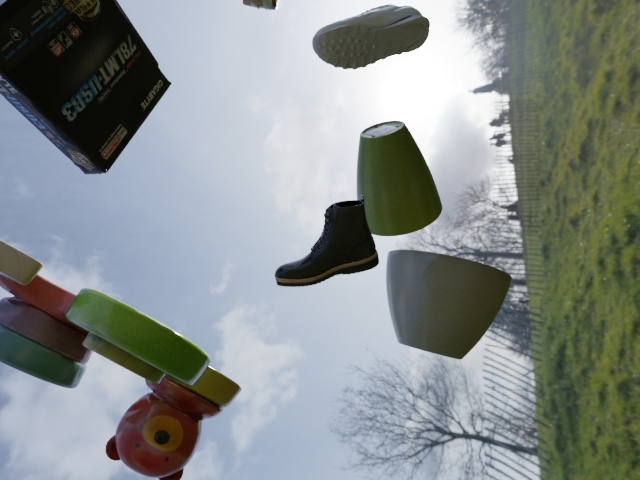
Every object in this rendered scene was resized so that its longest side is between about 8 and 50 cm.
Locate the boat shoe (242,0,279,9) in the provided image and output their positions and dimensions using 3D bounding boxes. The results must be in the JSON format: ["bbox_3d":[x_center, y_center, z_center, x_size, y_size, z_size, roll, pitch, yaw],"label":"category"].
[{"bbox_3d":[-0.103,-0.437,0.611,0.190,0.072,0.068,91,-175,-47],"label":"boat shoe"}]

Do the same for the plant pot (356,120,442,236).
[{"bbox_3d":[0.222,-0.209,1.312,0.275,0.275,0.293,-48,-48,-41],"label":"plant pot"}]

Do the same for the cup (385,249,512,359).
[{"bbox_3d":[0.316,0.182,1.132,0.331,0.331,0.237,26,-104,-50],"label":"cup"}]

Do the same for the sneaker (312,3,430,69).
[{"bbox_3d":[0.091,-0.408,0.824,0.090,0.235,0.095,96,158,-57],"label":"sneaker"}]

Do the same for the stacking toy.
[{"bbox_3d":[-0.248,0.132,0.427,0.130,0.309,0.279,-63,-3,-25],"label":"stacking toy"}]

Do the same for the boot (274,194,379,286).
[{"bbox_3d":[0.000,0.000,0.773,0.198,0.077,0.137,-16,-67,-6],"label":"boot"}]

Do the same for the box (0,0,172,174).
[{"bbox_3d":[-0.454,-0.331,0.800,0.293,0.073,0.295,60,-140,-46],"label":"box"}]
